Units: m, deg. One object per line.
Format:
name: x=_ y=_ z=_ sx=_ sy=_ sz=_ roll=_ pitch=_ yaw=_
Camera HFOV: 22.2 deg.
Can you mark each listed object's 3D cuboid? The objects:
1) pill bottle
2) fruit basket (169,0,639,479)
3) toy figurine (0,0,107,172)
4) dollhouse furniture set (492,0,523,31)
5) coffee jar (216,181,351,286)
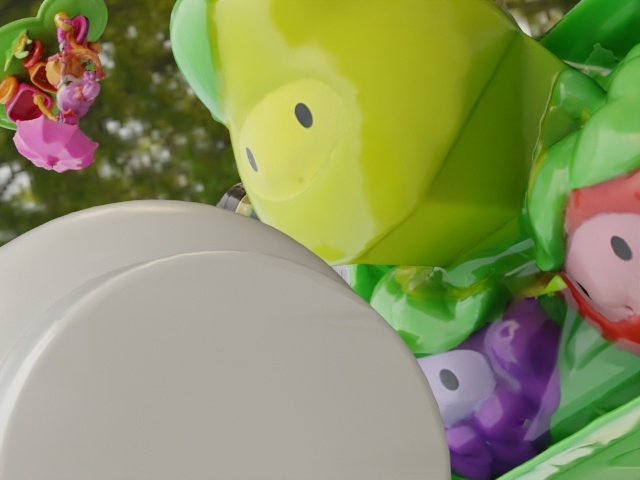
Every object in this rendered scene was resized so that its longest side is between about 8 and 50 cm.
pill bottle: x=-0.060 y=0.067 z=0.503 sx=0.272 sy=0.152 sz=0.152 roll=161 pitch=98 yaw=-72
fruit basket: x=0.087 y=-0.011 z=0.884 sx=0.392 sy=0.392 sz=0.283 roll=49 pitch=-146 yaw=-52
toy figurine: x=-0.249 y=-0.140 z=1.581 sx=0.130 sy=0.173 sz=0.159 roll=27 pitch=-160 yaw=-38
dollhouse furniture set: x=0.172 y=-0.294 z=0.986 sx=0.394 sy=0.256 sz=0.362 roll=-52 pitch=-48 yaw=-11
coffee jar: x=0.000 y=0.000 z=1.354 sx=0.096 sy=0.184 sz=0.079 roll=-20 pitch=-60 yaw=-39
